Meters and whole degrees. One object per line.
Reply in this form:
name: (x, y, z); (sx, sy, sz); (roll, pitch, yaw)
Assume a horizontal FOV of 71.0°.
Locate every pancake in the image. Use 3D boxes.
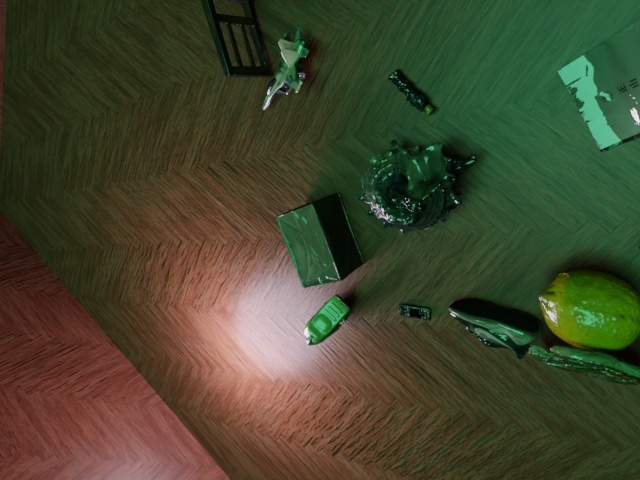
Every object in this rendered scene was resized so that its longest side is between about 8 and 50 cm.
pancake: (0.597, 0.274, 0.994); (0.253, 0.253, 0.037); (8, 73, 32)

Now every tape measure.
tape measure: (0.023, 0.249, 1.401); (0.087, 0.154, 0.177); (45, 97, 8)

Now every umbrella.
umbrella: (0.222, -0.361, 1.101); (0.040, 0.037, 0.144); (-46, 76, 23)

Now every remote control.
remote control: (0.274, 0.207, 1.300); (0.096, 0.014, 0.039); (6, 111, 31)

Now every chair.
chair: (-0.183, -0.672, 1.156); (0.240, 0.203, 0.417); (-15, 98, 39)

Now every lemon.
lemon: (0.585, 0.148, 0.965); (0.193, 0.180, 0.181); (-8, 103, 41)

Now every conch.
conch: (0.229, -0.140, 1.114); (0.312, 0.186, 0.241); (-11, 95, 56)

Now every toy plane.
toy plane: (-0.099, -0.460, 1.258); (0.262, 0.088, 0.193); (126, 135, -54)

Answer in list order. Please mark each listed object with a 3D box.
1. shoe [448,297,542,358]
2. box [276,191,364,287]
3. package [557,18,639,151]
shoe: (0.438, 0.228, 1.149); (0.227, 0.099, 0.112); (14, 122, 29)
box: (0.000, 0.000, 1.322); (0.155, 0.148, 0.232); (-14, 99, 36)
package: (0.617, -0.308, 0.844); (0.250, 0.062, 0.204); (-26, 92, 51)
